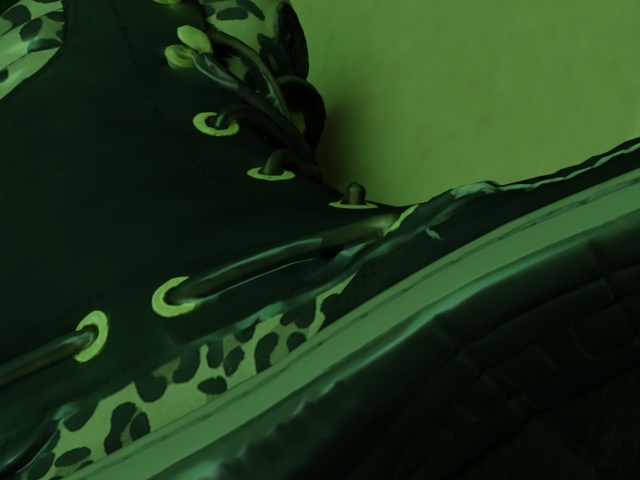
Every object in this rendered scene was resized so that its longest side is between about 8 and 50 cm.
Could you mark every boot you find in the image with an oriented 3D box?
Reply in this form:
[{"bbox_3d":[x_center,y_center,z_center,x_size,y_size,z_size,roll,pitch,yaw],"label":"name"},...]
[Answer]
[{"bbox_3d":[0.000,0.000,0.641,0.377,0.138,0.284,-30,38,9],"label":"boot"}]

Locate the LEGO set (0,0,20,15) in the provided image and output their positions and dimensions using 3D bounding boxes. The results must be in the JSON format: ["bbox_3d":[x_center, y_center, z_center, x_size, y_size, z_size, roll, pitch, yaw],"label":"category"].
[{"bbox_3d":[-0.257,-0.109,0.845,0.192,0.255,0.331,2,70,10],"label":"LEGO set"}]
